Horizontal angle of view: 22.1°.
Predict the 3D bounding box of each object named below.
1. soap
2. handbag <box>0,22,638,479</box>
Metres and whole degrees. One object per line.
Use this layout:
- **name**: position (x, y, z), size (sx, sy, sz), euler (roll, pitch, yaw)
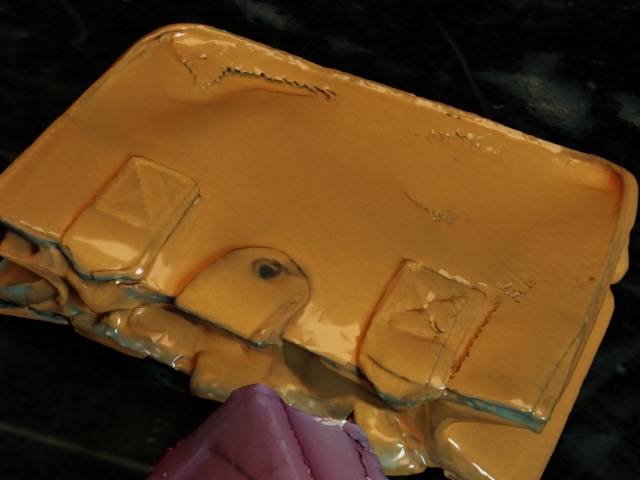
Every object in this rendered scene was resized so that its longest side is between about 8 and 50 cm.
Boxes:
- **soap**: position (-0.018, 0.206, 0.849), size (0.099, 0.162, 0.250), euler (35, 16, -36)
- **handbag**: position (0.000, 0.000, 1.157), size (0.410, 0.116, 0.303), euler (20, 41, 14)
